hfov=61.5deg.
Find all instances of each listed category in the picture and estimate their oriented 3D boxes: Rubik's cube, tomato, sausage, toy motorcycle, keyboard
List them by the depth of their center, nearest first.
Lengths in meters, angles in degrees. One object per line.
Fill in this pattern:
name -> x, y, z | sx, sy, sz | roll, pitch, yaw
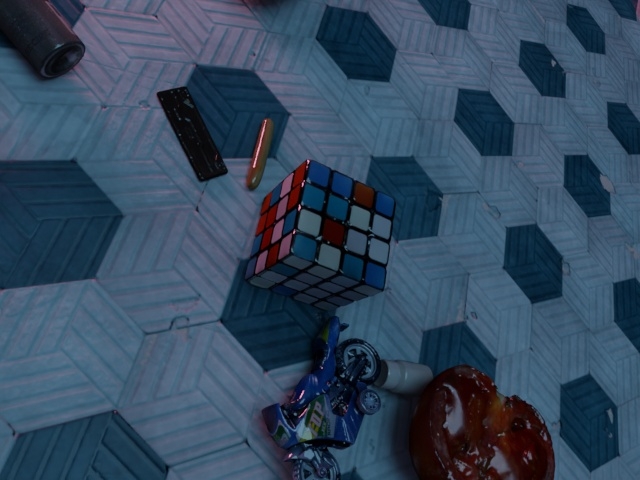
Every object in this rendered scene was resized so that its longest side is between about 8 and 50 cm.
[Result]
toy motorcycle -> 0.002, 0.221, 0.749 | 0.136, 0.092, 0.254 | 34, 48, -5
Rubik's cube -> 0.000, 0.000, 0.790 | 0.154, 0.155, 0.151 | 21, 62, -23
tomato -> 0.224, 0.314, 0.815 | 0.233, 0.139, 0.200 | 39, 50, -1
keyboard -> -0.195, -0.164, 0.823 | 0.053, 0.010, 0.155 | -23, 85, -35
sausage -> -0.096, -0.140, 0.866 | 0.024, 0.024, 0.132 | 22, 61, -23

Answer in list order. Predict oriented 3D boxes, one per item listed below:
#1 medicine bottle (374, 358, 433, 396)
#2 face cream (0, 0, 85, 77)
medicine bottle -> 0.130, 0.216, 0.848 | 0.089, 0.052, 0.052 | 16, 64, -26
face cream -> -0.432, -0.348, 0.710 | 0.283, 0.073, 0.073 | 51, 54, -5
